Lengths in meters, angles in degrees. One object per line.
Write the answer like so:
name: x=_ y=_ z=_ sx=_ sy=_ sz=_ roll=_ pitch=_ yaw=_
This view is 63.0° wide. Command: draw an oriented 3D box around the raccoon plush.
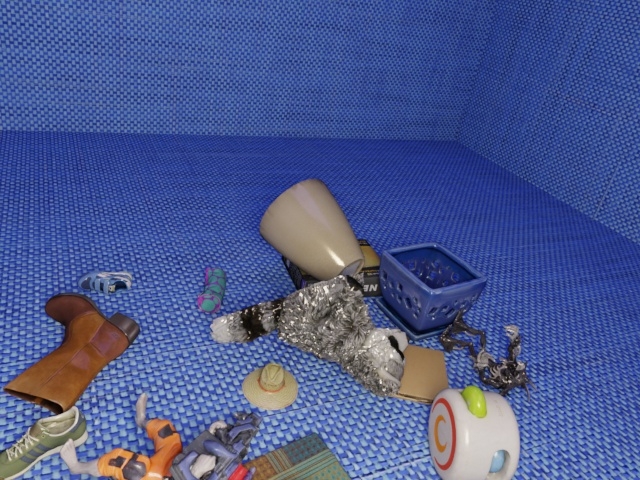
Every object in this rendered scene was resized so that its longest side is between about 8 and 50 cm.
raccoon plush: x=-0.009 y=0.273 z=1.264 sx=0.446 sy=0.299 sz=0.216 roll=-19 pitch=-13 yaw=7

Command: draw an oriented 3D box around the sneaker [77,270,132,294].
sneaker: x=-0.602 y=0.120 z=1.462 sx=0.144 sy=0.053 sz=0.059 roll=-3 pitch=33 yaw=-23

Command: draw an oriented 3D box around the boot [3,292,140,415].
boot: x=-0.606 y=0.257 z=1.207 sx=0.264 sy=0.096 sz=0.280 roll=24 pitch=37 yaw=8

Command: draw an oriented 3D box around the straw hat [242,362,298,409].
straw hat: x=-0.115 y=0.327 z=1.244 sx=0.144 sy=0.061 sz=0.144 roll=9 pitch=28 yaw=-5

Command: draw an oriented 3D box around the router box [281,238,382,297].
router box: x=0.052 y=0.090 z=1.719 sx=0.308 sy=0.081 sz=0.243 roll=-2 pitch=31 yaw=-22

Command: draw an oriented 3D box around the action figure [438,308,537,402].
action figure: x=0.460 y=0.306 z=1.400 sx=0.275 sy=0.141 sz=0.164 roll=34 pitch=52 yaw=29

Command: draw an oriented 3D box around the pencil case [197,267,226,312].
pencil case: x=-0.313 y=0.141 z=1.512 sx=0.070 sy=0.064 sz=0.152 roll=30 pitch=23 yaw=-17

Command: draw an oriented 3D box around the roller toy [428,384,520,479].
roller toy: x=0.325 y=0.415 z=1.107 sx=0.146 sy=0.209 sz=0.191 roll=6 pitch=67 yaw=-8

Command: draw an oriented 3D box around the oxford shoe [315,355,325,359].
oxford shoe: x=-0.008 y=0.250 z=1.393 sx=0.271 sy=0.097 sz=0.098 roll=22 pitch=36 yaw=19

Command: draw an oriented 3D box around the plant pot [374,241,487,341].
plant pot: x=0.311 y=0.156 z=1.552 sx=0.235 sy=0.212 sz=0.236 roll=-8 pitch=34 yaw=-32

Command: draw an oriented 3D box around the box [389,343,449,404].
box: x=0.254 y=0.348 z=1.379 sx=0.164 sy=0.021 sz=0.201 roll=12 pitch=28 yaw=1

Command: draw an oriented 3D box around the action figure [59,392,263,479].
action figure: x=-0.238 y=0.411 z=0.951 sx=0.330 sy=0.179 sz=0.341 roll=23 pitch=4 yaw=18

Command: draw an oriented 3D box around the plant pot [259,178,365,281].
plant pot: x=0.000 y=0.000 z=1.559 sx=0.256 sy=0.257 sz=0.274 roll=-18 pitch=57 yaw=-42

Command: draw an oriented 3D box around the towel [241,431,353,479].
towel: x=-0.015 y=0.529 z=0.936 sx=0.271 sy=0.040 sz=0.370 roll=-10 pitch=33 yaw=-34

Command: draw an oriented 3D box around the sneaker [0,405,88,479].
sneaker: x=-0.537 y=0.373 z=0.979 sx=0.192 sy=0.086 sz=0.064 roll=-17 pitch=39 yaw=-41
